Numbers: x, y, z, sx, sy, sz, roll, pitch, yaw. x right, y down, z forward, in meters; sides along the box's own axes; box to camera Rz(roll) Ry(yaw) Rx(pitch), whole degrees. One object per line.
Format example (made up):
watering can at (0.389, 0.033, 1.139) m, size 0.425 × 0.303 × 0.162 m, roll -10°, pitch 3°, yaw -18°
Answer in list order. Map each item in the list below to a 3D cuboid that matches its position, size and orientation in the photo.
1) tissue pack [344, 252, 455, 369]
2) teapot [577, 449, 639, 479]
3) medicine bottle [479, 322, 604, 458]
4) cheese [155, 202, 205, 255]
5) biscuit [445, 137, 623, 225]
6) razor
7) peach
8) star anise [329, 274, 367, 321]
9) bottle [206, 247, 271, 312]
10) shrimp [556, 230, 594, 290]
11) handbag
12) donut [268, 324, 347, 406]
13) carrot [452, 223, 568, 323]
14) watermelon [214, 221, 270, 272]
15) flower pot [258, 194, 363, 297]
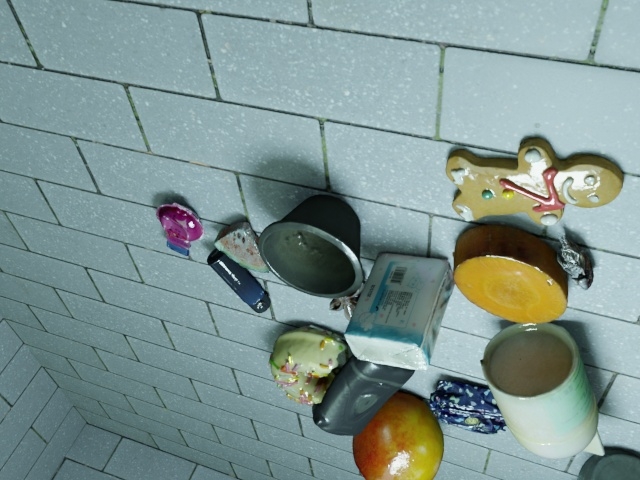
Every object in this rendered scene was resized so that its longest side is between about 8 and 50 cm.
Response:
tissue pack at (0.195, 0.166, 1.594) m, size 0.202 × 0.271 × 0.124 m, roll 7°, pitch 140°, yaw 25°
teapot at (0.891, 0.788, 1.999) m, size 0.300 × 0.253 × 0.344 m, roll -9°, pitch 149°, yaw -5°
medicine bottle at (0.583, 0.418, 1.697) m, size 0.236 × 0.235 × 0.406 m, roll -3°, pitch 135°, yaw 34°
cheese at (-0.402, -0.032, 1.893) m, size 0.155 × 0.062 × 0.244 m, roll 26°, pitch 145°, yaw 2°
biscuit at (0.415, -0.107, 1.314) m, size 0.340 × 0.047 × 0.216 m, roll 4°, pitch 140°, yaw 28°
razor at (0.128, 0.449, 2.000) m, size 0.205 × 0.113 × 0.349 m, roll 19°, pitch 121°, yaw -30°
peach at (0.249, 0.665, 2.139) m, size 0.308 × 0.332 × 0.307 m, roll 9°, pitch 144°, yaw 6°
star anise at (0.086, 0.161, 1.815) m, size 0.262 × 0.081 × 0.230 m, roll 39°, pitch 143°, yaw 1°
bottle at (-0.238, 0.123, 1.971) m, size 0.244 × 0.072 × 0.082 m, roll 52°, pitch 178°, yaw -32°
shrimp at (0.536, 0.040, 1.404) m, size 0.165 × 0.065 × 0.057 m, roll 44°, pitch 164°, yaw -22°
handbag at (0.460, 0.510, 1.996) m, size 0.260 × 0.113 × 0.162 m, roll 10°, pitch 148°, yaw 9°
donut at (-0.021, 0.428, 2.154) m, size 0.308 × 0.150 × 0.371 m, roll 5°, pitch 139°, yaw 28°
carrot at (0.433, 0.093, 1.508) m, size 0.258 × 0.100 × 0.307 m, roll -6°, pitch 135°, yaw 40°
watermelon at (-0.198, 0.002, 1.812) m, size 0.187 × 0.071 × 0.139 m, roll 28°, pitch 138°, yaw 12°
flower pot at (0.000, 0.000, 1.601) m, size 0.269 × 0.166 × 0.269 m, roll 16°, pitch 140°, yaw 14°
